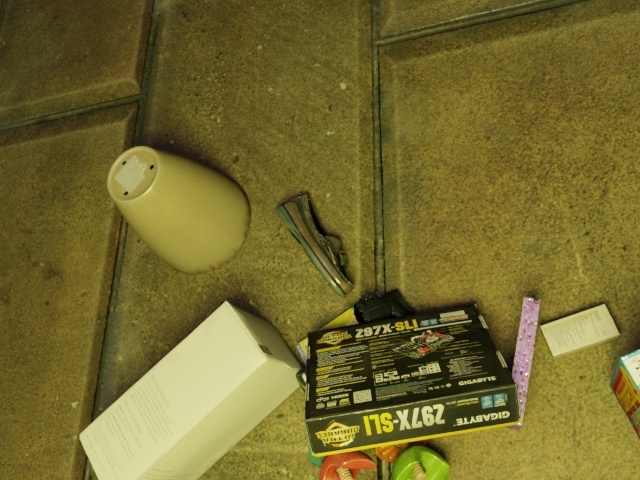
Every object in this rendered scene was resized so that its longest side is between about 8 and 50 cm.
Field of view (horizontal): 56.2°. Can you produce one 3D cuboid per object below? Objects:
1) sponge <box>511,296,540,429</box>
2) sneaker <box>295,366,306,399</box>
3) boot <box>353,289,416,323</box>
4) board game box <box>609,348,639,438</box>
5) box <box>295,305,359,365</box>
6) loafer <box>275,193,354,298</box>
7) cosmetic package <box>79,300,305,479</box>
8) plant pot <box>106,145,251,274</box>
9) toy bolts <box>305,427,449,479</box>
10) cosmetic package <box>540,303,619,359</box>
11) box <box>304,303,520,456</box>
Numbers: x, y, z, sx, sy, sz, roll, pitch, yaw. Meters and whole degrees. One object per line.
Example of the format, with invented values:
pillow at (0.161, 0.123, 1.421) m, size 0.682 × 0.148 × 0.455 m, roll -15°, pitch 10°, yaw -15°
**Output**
sponge at (0.342, 0.212, 1.020) m, size 0.031 × 0.117 × 0.210 m, roll 9°, pitch 73°, yaw 19°
sneaker at (-0.001, 0.326, 1.121) m, size 0.077 × 0.072 × 0.178 m, roll -35°, pitch 81°, yaw 16°
boot at (0.127, 0.149, 1.148) m, size 0.099 × 0.045 × 0.121 m, roll -14°, pitch 52°, yaw -25°
board game box at (0.516, 0.301, 0.809) m, size 0.086 × 0.308 × 0.302 m, roll -27°, pitch 62°, yaw 12°
box at (0.051, 0.205, 1.184) m, size 0.179 × 0.043 × 0.105 m, roll -34°, pitch 62°, yaw 4°
loafer at (0.000, 0.000, 1.259) m, size 0.084 × 0.096 × 0.267 m, roll -36°, pitch 59°, yaw -2°
cosmetic package at (-0.233, 0.316, 1.156) m, size 0.385 × 0.217 × 0.156 m, roll -43°, pitch 61°, yaw 0°
plant pot at (-0.330, -0.086, 1.319) m, size 0.256 × 0.274 × 0.256 m, roll -8°, pitch 67°, yaw 19°
toy bolts at (0.064, 0.380, 1.037) m, size 0.218 × 0.228 × 0.158 m, roll -59°, pitch 32°, yaw 17°
cosmetic package at (0.449, 0.160, 1.043) m, size 0.115 × 0.041 × 0.060 m, roll -21°, pitch 63°, yaw 13°
box at (0.136, 0.222, 1.003) m, size 0.322 × 0.257 × 0.079 m, roll -11°, pitch 110°, yaw 4°
